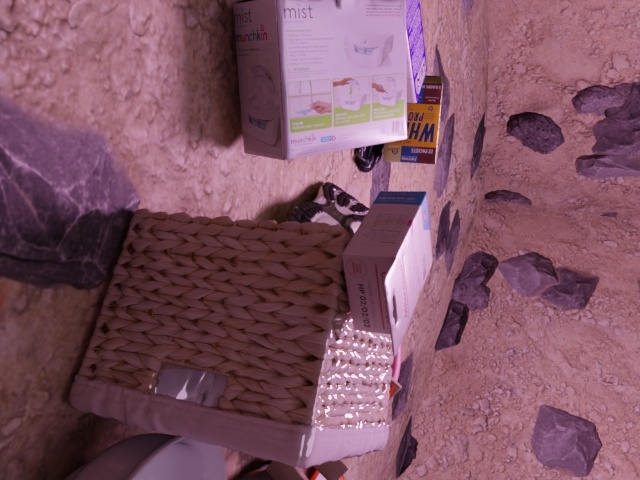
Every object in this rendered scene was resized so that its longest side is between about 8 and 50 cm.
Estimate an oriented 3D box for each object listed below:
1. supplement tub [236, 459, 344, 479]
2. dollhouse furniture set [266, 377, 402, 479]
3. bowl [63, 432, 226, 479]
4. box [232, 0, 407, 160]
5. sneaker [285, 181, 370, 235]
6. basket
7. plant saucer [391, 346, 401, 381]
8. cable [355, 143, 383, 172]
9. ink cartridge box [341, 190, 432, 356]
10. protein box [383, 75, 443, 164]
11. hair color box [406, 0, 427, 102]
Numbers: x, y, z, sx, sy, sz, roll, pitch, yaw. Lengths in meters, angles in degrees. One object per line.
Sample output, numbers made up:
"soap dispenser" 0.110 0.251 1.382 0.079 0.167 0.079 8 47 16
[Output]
"supplement tub" -0.073 0.530 1.173 0.316 0.193 0.194 8 93 -68
"dollhouse furniture set" 0.040 0.356 1.058 0.259 0.135 0.262 -49 171 13
"bowl" -0.253 0.366 0.740 0.298 0.134 0.298 12 90 -67
"box" 0.009 -0.263 0.946 0.262 0.126 0.231 -17 111 -36
"sneaker" 0.000 0.000 1.250 0.182 0.158 0.410 -54 170 24
"basket" -0.083 0.129 0.806 0.331 0.328 0.267 33 65 -65
"plant saucer" 0.028 0.243 1.267 0.332 0.084 0.332 5 82 -38
"cable" 0.137 -0.266 1.509 0.150 0.047 0.185 34 68 -66
"ink cartridge box" 0.074 0.031 0.664 0.181 0.061 0.104 -56 142 -51
"protein box" 0.244 -0.324 1.568 0.200 0.136 0.201 -64 157 -67
"hair color box" 0.092 -0.426 1.144 0.339 0.185 0.110 69 36 -53
